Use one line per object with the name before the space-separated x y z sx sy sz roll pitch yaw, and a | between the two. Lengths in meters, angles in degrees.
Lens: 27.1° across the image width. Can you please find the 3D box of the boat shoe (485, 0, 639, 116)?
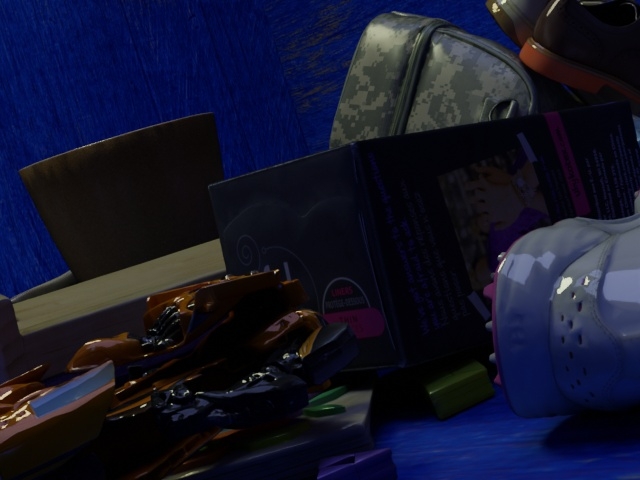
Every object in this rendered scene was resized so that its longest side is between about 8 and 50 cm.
boat shoe | 0.313 -0.230 1.552 0.098 0.109 0.302 -44 -43 18

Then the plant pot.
plant pot | -0.203 0.004 1.561 0.237 0.254 0.237 -17 3 1

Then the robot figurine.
robot figurine | -0.121 0.094 0.720 0.291 0.085 0.211 -26 6 -25

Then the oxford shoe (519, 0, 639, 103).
oxford shoe | 0.352 -0.206 1.461 0.271 0.098 0.097 8 27 -30

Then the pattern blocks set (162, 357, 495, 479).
pattern blocks set | -0.037 0.120 0.795 0.285 0.026 0.325 -18 3 -9

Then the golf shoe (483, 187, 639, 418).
golf shoe | 0.218 0.015 0.701 0.140 0.115 0.306 1 21 43

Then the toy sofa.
toy sofa | -0.104 0.068 0.990 0.362 0.177 0.150 -18 18 -36

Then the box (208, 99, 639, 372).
box | 0.086 -0.001 0.915 0.270 0.143 0.165 -11 -1 -38

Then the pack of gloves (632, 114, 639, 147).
pack of gloves | 0.368 -0.101 1.231 0.195 0.046 0.232 18 15 9

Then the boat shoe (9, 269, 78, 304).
boat shoe | -0.281 0.081 1.685 0.355 0.132 0.130 -22 -5 -34

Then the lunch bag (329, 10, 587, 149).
lunch bag | 0.196 -0.130 1.570 0.256 0.212 0.305 16 -1 37
